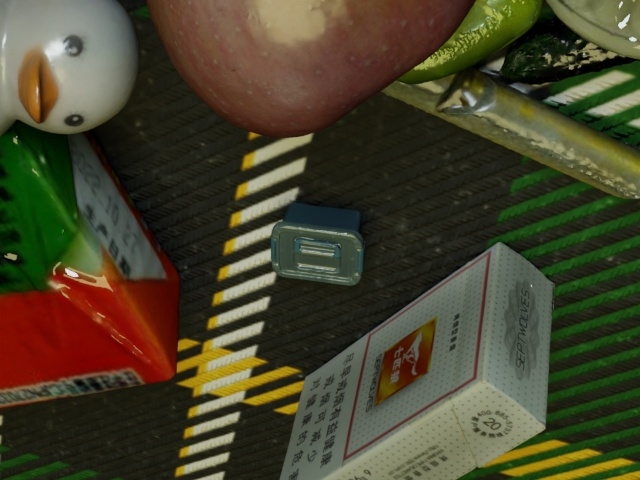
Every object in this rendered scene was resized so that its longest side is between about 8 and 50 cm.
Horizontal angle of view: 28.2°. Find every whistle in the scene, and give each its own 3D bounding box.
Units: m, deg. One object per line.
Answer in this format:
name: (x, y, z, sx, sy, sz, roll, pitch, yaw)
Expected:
whistle: (0.173, -0.120, 1.202, 0.326, 0.057, 0.068, 24, 176, -8)

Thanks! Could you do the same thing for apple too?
apple: (-0.009, -0.234, 0.995, 0.305, 0.306, 0.235, -29, 114, 31)

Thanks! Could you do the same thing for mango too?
mango: (0.119, -0.197, 1.123, 0.165, 0.074, 0.091, -24, 111, 12)

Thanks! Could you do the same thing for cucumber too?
cucumber: (0.273, -0.184, 1.120, 0.245, 0.067, 0.067, -8, 128, 21)

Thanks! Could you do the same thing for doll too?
doll: (-0.261, -0.176, 1.100, 0.221, 0.251, 0.221, -5, 123, -8)

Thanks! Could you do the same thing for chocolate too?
chocolate: (-0.364, 0.014, 1.368, 0.360, 0.161, 0.341, -12, 126, 23)

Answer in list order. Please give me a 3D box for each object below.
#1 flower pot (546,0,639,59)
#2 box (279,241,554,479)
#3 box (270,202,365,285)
flower pot: (0.264, -0.278, 0.900, 0.307, 0.308, 0.244, 3, 146, 10)
box: (0.099, 0.171, 1.365, 0.095, 0.210, 0.330, 36, 128, -18)
box: (0.000, 0.000, 1.345, 0.099, 0.054, 0.074, 7, 133, 7)
